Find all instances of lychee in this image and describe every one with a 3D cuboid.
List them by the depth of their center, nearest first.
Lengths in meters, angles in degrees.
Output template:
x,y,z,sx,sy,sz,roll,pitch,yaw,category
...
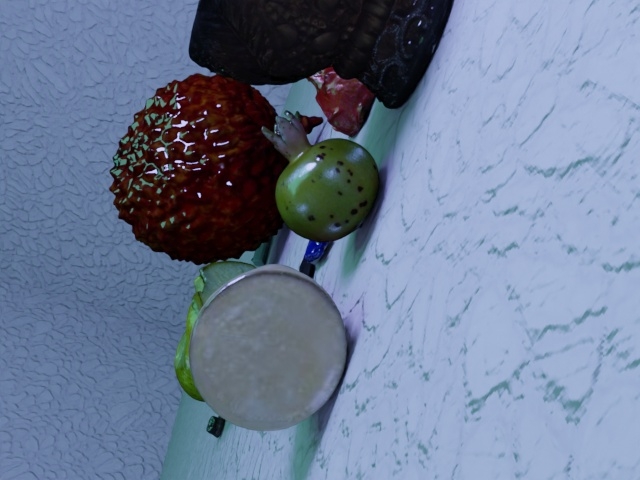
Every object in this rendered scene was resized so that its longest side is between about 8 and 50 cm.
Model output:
x,y,z,sx,sy,sz,roll,pitch,yaw,category
-0.224,-0.167,1.598,0.499,0.425,0.424,-30,16,4,lychee

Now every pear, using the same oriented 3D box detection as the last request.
x,y,z,sx,sy,sz,roll,pitch,yaw,category
-0.203,0.198,1.437,0.292,0.159,0.293,-164,90,-82,pear

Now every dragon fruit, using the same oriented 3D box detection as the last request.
x,y,z,sx,sy,sz,roll,pitch,yaw,category
0.027,-0.244,1.141,0.153,0.110,0.153,-164,90,-82,dragon fruit

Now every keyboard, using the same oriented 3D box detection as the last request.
x,y,z,sx,sy,sz,roll,pitch,yaw,category
-0.027,0.076,1.097,0.197,0.015,0.074,-81,17,-44,keyboard

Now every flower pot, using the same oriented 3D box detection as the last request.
x,y,z,sx,sy,sz,roll,pitch,yaw,category
0.006,-0.295,0.878,0.266,0.267,0.267,-160,90,-79,flower pot

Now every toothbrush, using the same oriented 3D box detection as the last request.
x,y,z,sx,sy,sz,roll,pitch,yaw,category
-0.187,0.278,1.568,0.030,0.030,0.297,-11,55,49,toothbrush

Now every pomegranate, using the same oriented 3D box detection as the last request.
x,y,z,sx,sy,sz,roll,pitch,yaw,category
-0.008,-0.071,0.859,0.129,0.159,0.129,-50,-13,-17,pomegranate

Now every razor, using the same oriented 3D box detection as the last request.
x,y,z,sx,sy,sz,roll,pitch,yaw,category
-0.133,-0.055,1.870,0.111,0.056,0.278,61,-153,-50,razor

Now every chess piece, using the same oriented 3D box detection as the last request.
x,y,z,sx,sy,sz,roll,pitch,yaw,category
-0.057,0.103,0.864,0.300,0.167,0.167,-118,48,-86,chess piece

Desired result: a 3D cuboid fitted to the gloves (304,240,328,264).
x,y,z,sx,sy,sz,roll,pitch,yaw,category
0.000,0.000,1.052,0.086,0.026,0.064,129,160,-65,gloves
